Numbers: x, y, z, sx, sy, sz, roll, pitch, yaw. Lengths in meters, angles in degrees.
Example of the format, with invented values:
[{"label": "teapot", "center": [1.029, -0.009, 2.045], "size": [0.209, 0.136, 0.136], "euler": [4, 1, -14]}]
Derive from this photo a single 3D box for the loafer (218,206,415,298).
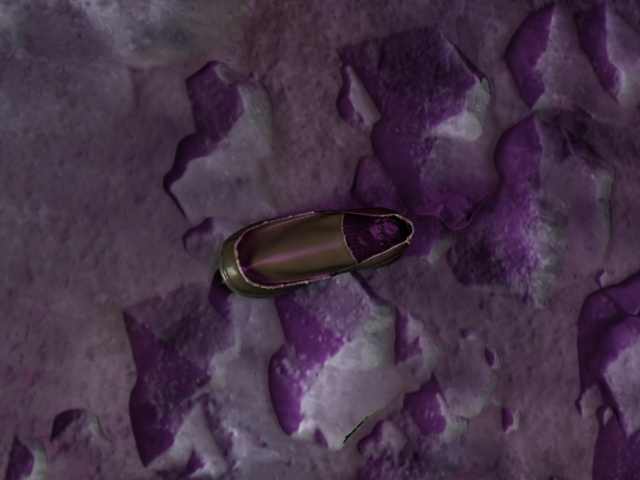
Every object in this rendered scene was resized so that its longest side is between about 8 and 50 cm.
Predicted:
[{"label": "loafer", "center": [0.000, 0.000, 1.914], "size": [0.220, 0.078, 0.080], "euler": [-15, 82, -26]}]
